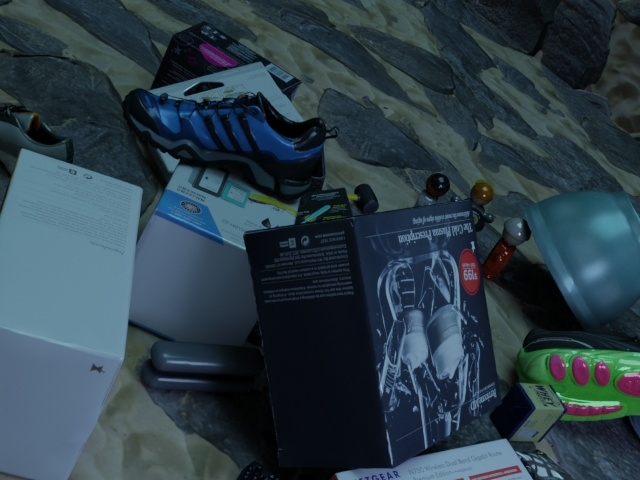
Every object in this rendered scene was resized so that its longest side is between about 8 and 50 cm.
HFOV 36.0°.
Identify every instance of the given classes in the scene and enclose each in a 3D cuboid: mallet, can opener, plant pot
[{"bbox_3d":[0.033,-0.085,1.966,0.190,0.039,0.062,0,43,-34],"label":"mallet"},{"bbox_3d":[-0.106,0.191,1.368,0.280,0.074,0.093,12,35,-28],"label":"can opener"},{"bbox_3d":[0.566,0.017,1.983,0.293,0.196,0.293,53,20,-28],"label":"plant pot"}]

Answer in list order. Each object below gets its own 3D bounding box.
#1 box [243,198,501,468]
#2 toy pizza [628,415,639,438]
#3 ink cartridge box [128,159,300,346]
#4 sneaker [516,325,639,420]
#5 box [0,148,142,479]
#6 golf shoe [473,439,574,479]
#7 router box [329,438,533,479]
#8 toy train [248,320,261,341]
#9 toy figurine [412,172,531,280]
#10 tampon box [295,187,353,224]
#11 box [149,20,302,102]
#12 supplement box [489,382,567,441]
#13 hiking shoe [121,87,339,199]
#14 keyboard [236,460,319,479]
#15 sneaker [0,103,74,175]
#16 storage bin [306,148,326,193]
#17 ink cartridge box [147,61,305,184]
[{"bbox_3d":[0.085,0.116,1.355,0.343,0.179,0.312,-11,93,-56],"label":"box"},{"bbox_3d":[0.651,0.367,1.804,0.201,0.032,0.201,20,28,-11],"label":"toy pizza"},{"bbox_3d":[-0.164,0.004,1.480,0.198,0.197,0.270,25,29,-9],"label":"ink cartridge box"},{"bbox_3d":[0.583,0.235,1.756,0.483,0.185,0.202,13,26,-8],"label":"sneaker"},{"bbox_3d":[-0.337,0.082,1.191,0.168,0.215,0.345,19,31,-18],"label":"box"},{"bbox_3d":[0.308,0.354,1.497,0.198,0.077,0.094,32,18,-9],"label":"golf shoe"},{"bbox_3d":[0.190,0.416,1.243,0.335,0.082,0.301,1,46,-41],"label":"router box"},{"bbox_3d":[-0.093,0.107,1.561,0.036,0.027,0.158,16,31,-2],"label":"toy train"},{"bbox_3d":[0.297,-0.037,2.002,0.213,0.148,0.209,9,36,-32],"label":"toy figurine"},{"bbox_3d":[0.000,0.000,1.689,0.120,0.101,0.161,-7,38,-4],"label":"tampon box"},{"bbox_3d":[-0.192,-0.314,2.008,0.247,0.142,0.163,33,28,3],"label":"box"},{"bbox_3d":[0.341,0.282,1.611,0.083,0.083,0.056,9,36,-34],"label":"supplement box"},{"bbox_3d":[-0.136,-0.176,1.447,0.304,0.132,0.113,19,29,-17],"label":"hiking shoe"},{"bbox_3d":[-0.014,0.337,1.261,0.192,0.038,0.100,32,29,2],"label":"keyboard"},{"bbox_3d":[-0.506,-0.182,1.562,0.272,0.108,0.100,29,31,2],"label":"sneaker"},{"bbox_3d":[-0.061,-0.138,1.888,0.122,0.084,0.180,10,32,-9],"label":"storage bin"},{"bbox_3d":[-0.188,-0.215,1.824,0.275,0.060,0.239,-18,47,-17],"label":"ink cartridge box"}]
